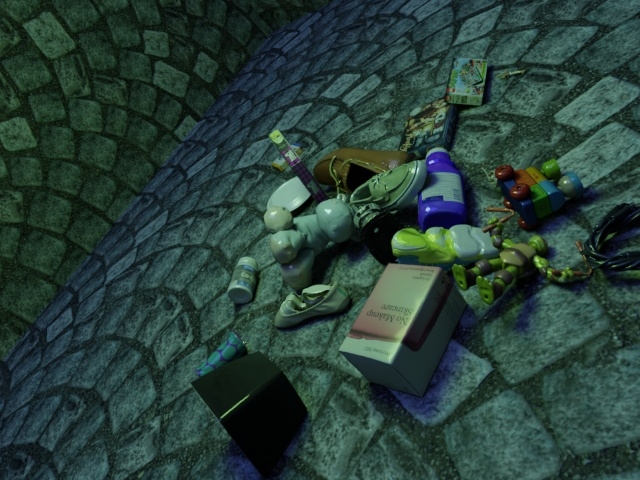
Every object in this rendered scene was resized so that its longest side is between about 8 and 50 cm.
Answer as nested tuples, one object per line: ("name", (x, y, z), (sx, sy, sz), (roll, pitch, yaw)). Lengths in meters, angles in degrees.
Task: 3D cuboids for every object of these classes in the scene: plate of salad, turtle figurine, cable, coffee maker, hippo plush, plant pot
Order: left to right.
("plant pot", (-0.144, 0.361, 1.210), (0.167, 0.188, 0.187), (-37, 28, -19))
("plate of salad", (-0.099, -0.154, 1.920), (0.199, 0.048, 0.200), (-24, 36, 19))
("hippo plush", (0.000, 0.000, 1.524), (0.236, 0.234, 0.294), (-17, -8, 6))
("coffee maker", (0.157, -0.003, 1.372), (0.120, 0.171, 0.178), (-17, 12, 2))
("turtle figurine", (0.376, 0.037, 1.104), (0.217, 0.087, 0.269), (-26, 44, -19))
("cable", (0.564, 0.003, 0.992), (0.184, 0.047, 0.150), (-38, 37, -14))

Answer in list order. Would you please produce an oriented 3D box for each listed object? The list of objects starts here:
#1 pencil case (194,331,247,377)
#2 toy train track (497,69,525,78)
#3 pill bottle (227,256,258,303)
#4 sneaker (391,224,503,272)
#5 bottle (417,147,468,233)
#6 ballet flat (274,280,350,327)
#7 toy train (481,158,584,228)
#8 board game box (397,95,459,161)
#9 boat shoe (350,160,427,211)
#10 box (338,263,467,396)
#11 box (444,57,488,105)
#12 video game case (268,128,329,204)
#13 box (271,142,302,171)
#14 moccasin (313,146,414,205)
("pencil case", (-0.270, 0.321, 1.493), (0.152, 0.064, 0.070), (-46, 47, -8))
("toy train track", (0.574, -0.498, 1.651), (0.083, 0.014, 0.048), (1, 43, 41))
("pill bottle", (-0.236, 0.120, 1.697), (0.078, 0.078, 0.137), (-24, 35, 26))
("sneaker", (0.282, 0.033, 1.240), (0.240, 0.126, 0.091), (5, 48, 12))
("bottle", (0.304, -0.131, 1.391), (0.118, 0.092, 0.283), (0, 42, 8))
("ballet flat", (-0.039, 0.161, 1.425), (0.248, 0.086, 0.086), (-21, 36, 30))
("toy train", (0.471, -0.142, 1.238), (0.143, 0.105, 0.248), (-23, 33, 9))
("board game box", (0.334, -0.344, 1.690), (0.165, 0.042, 0.243), (-15, 39, 36))
("boat shoe", (0.172, -0.131, 1.446), (0.302, 0.094, 0.109), (-38, 32, 61))
("box", (0.171, 0.176, 1.128), (0.148, 0.127, 0.232), (2, 51, 48))
("box", (0.455, -0.496, 1.708), (0.114, 0.036, 0.207), (8, 50, 14))
("video game case", (-0.061, -0.221, 1.745), (0.042, 0.232, 0.210), (-36, 45, 3))
("box", (-0.131, -0.338, 2.213), (0.136, 0.028, 0.081), (-43, 31, -9))
("moccasin", (0.110, -0.195, 1.676), (0.380, 0.139, 0.147), (14, 51, 43))
